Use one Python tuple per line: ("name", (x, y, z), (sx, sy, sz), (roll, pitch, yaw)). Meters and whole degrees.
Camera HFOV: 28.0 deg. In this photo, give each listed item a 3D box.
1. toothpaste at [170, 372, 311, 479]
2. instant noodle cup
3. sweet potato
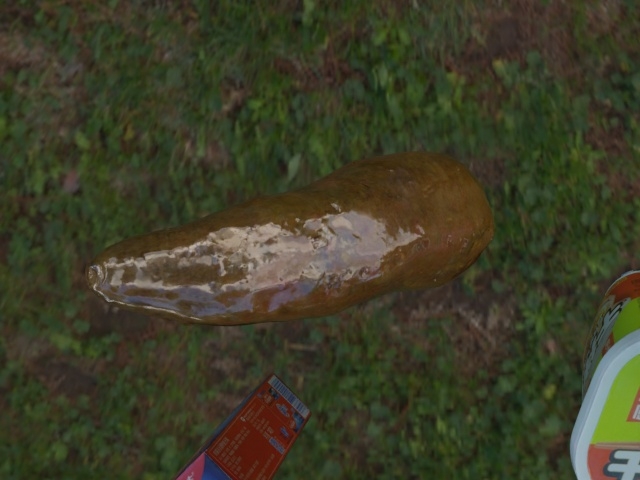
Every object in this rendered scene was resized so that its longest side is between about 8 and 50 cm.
("toothpaste", (-0.075, 0.198, 1.185), (0.066, 0.320, 0.076), (45, 99, 2))
("instant noodle cup", (0.457, 0.189, 1.654), (0.293, 0.308, 0.294), (2, 109, 6))
("sweet potato", (0.000, 0.000, 0.791), (0.291, 0.097, 0.097), (-12, 126, -34))
